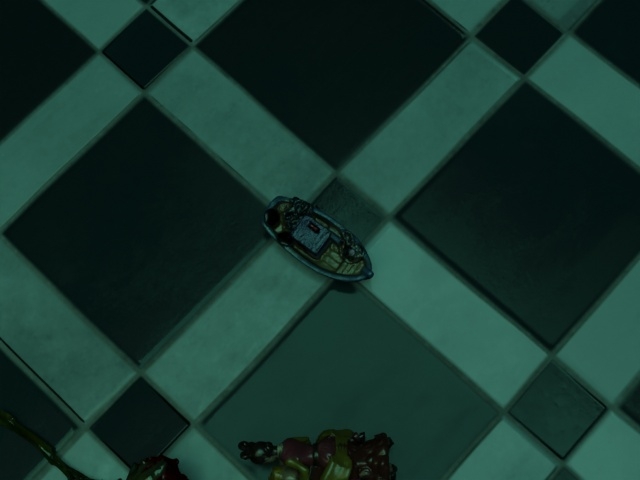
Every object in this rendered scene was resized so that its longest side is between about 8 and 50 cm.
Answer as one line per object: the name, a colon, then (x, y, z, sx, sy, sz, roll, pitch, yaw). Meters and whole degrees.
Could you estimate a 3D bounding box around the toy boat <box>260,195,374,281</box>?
toy boat: (0.000, 0.000, 1.731, 0.223, 0.097, 0.100, 33, 80, 11)

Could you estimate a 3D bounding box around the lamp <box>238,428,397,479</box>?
lamp: (-0.004, 0.368, 1.616, 0.253, 0.118, 0.118, -3, 73, -1)

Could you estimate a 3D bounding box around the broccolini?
broccolini: (-0.444, 0.371, 1.674, 0.254, 0.071, 0.057, 34, 119, 17)

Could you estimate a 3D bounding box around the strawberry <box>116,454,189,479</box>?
strawberry: (-0.265, 0.453, 1.576, 0.184, 0.187, 0.201, -24, 112, 25)
